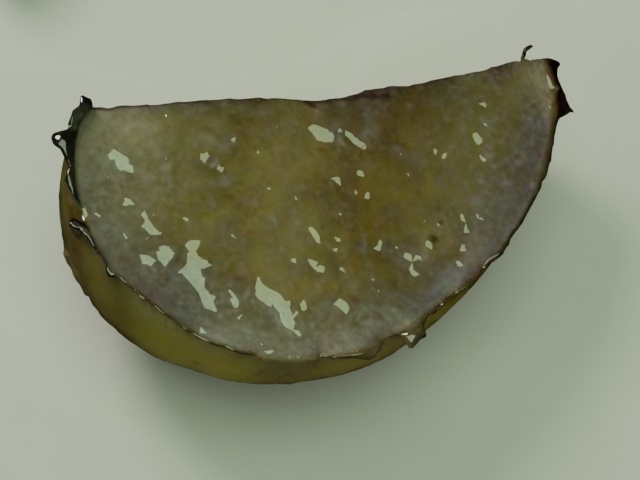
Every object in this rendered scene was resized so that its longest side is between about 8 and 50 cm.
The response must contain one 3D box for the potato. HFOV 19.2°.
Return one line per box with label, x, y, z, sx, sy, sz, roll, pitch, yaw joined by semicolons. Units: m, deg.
potato;0.000;0.000;0.871;0.243;0.098;0.138;-7;73;-16
